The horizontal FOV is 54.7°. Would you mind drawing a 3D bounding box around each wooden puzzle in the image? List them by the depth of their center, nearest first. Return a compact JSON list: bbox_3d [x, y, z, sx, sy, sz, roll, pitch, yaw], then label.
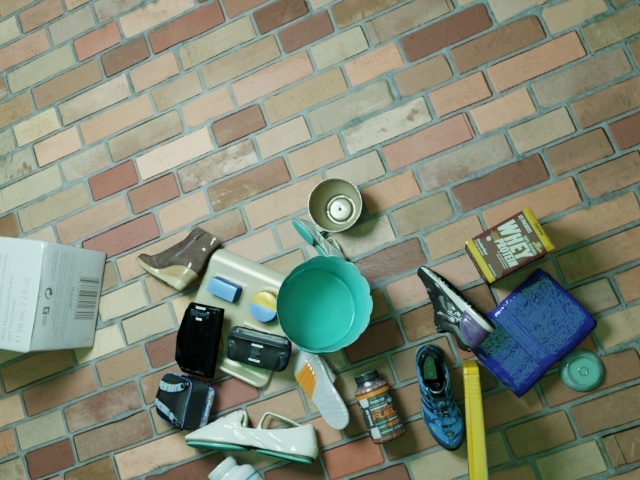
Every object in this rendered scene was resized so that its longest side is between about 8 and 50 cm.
[{"bbox_3d":[-0.254,0.234,1.908,0.322,0.080,0.348,22,88,14],"label":"wooden puzzle"}]

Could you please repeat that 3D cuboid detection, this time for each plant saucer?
[{"bbox_3d":[0.723,0.359,1.708,0.119,0.021,0.119,-1,84,12],"label":"plant saucer"}]

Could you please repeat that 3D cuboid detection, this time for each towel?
[{"bbox_3d":[0.580,0.255,1.729,0.308,0.076,0.227,-44,80,6],"label":"towel"}]

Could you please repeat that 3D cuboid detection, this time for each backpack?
[{"bbox_3d":[-0.427,0.487,1.900,0.173,0.117,0.158,6,83,45],"label":"backpack"}]

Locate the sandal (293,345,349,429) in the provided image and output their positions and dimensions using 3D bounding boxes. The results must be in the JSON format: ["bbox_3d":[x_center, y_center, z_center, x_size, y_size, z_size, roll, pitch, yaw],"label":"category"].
[{"bbox_3d":[0.011,0.437,1.826,0.102,0.076,0.265,-41,63,18],"label":"sandal"}]

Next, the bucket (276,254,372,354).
[{"bbox_3d":[0.002,0.189,1.770,0.281,0.183,0.281,1,79,-7],"label":"bucket"}]

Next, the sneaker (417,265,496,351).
[{"bbox_3d":[0.347,0.191,1.741,0.124,0.107,0.283,-50,54,10],"label":"sneaker"}]

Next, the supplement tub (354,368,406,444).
[{"bbox_3d":[0.163,0.473,1.775,0.106,0.106,0.198,-24,79,9],"label":"supplement tub"}]

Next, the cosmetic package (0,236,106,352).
[{"bbox_3d":[-0.952,0.162,1.945,0.394,0.327,0.329,4,85,14],"label":"cosmetic package"}]

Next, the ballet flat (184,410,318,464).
[{"bbox_3d":[-0.199,0.576,1.846,0.400,0.139,0.139,5,85,9],"label":"ballet flat"}]

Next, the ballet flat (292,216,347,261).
[{"bbox_3d":[0.000,0.000,1.895,0.068,0.072,0.213,-35,77,-22],"label":"ballet flat"}]

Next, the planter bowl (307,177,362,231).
[{"bbox_3d":[0.053,-0.099,1.863,0.162,0.109,0.162,-2,83,13],"label":"planter bowl"}]

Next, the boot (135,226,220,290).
[{"bbox_3d":[-0.456,0.042,1.984,0.248,0.090,0.207,23,68,34],"label":"boot"}]

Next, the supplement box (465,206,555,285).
[{"bbox_3d":[0.513,0.022,1.704,0.191,0.194,0.129,-30,78,8],"label":"supplement box"}]

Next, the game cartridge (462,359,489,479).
[{"bbox_3d":[0.403,0.487,1.629,0.053,0.285,0.323,-6,82,11],"label":"game cartridge"}]

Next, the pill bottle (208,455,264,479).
[{"bbox_3d":[-0.211,0.761,1.805,0.146,0.146,0.264,-45,76,4],"label":"pill bottle"}]

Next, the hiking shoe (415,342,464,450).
[{"bbox_3d":[0.323,0.442,1.730,0.113,0.132,0.304,-18,80,10],"label":"hiking shoe"}]

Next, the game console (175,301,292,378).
[{"bbox_3d":[-0.264,0.320,1.851,0.361,0.044,0.213,11,92,15],"label":"game console"}]
